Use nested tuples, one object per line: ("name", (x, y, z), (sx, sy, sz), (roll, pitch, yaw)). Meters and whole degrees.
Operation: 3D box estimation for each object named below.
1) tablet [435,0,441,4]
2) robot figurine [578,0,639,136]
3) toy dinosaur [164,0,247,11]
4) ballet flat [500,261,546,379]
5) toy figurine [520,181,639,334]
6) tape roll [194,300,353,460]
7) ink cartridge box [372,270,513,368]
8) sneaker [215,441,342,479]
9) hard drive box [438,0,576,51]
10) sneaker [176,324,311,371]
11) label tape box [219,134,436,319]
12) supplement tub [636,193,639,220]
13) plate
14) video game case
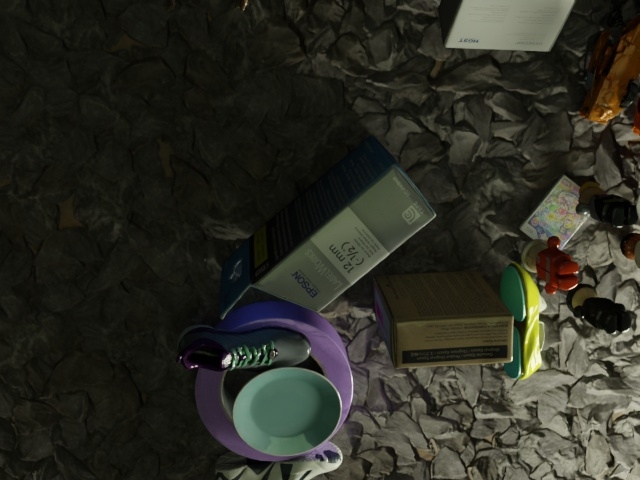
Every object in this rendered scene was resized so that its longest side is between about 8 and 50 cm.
("tablet", (0.192, -0.420, 1.464), (0.083, 0.006, 0.054), (39, 100, -15))
("robot figurine", (0.545, -0.320, 1.484), (0.211, 0.085, 0.291), (17, 106, -10))
("toy dinosaur", (-0.204, -0.438, 1.317), (0.200, 0.295, 0.127), (35, 74, -52))
("ballet flat", (0.368, 0.140, 1.624), (0.077, 0.077, 0.231), (-14, 112, -23))
("toy figurine", (0.478, 0.030, 1.553), (0.213, 0.148, 0.209), (39, 94, -20))
("tape roll", (-0.083, 0.248, 1.604), (0.274, 0.090, 0.275), (-1, 108, -4))
("ink cartridge box", (0.198, 0.127, 1.513), (0.193, 0.235, 0.088), (-3, 106, -3))
("sneaker", (-0.067, 0.457, 1.667), (0.235, 0.094, 0.153), (-12, 109, -1))
("hard drive box", (0.293, -0.393, 1.364), (0.181, 0.089, 0.232), (1, 152, -8))
("sneaker", (-0.125, 0.192, 1.484), (0.223, 0.098, 0.083), (1, 107, -4))
("label tape box", (0.000, 0.000, 1.449), (0.347, 0.249, 0.115), (-41, 106, 8))
("supplement tub", (0.664, -0.126, 1.424), (0.228, 0.228, 0.316), (47, 70, -16))
("plate", (-0.058, 0.289, 1.548), (0.188, 0.024, 0.188), (-3, 117, -6))
("video game case", (0.421, -0.044, 1.596), (0.087, 0.011, 0.122), (35, 101, -14))
